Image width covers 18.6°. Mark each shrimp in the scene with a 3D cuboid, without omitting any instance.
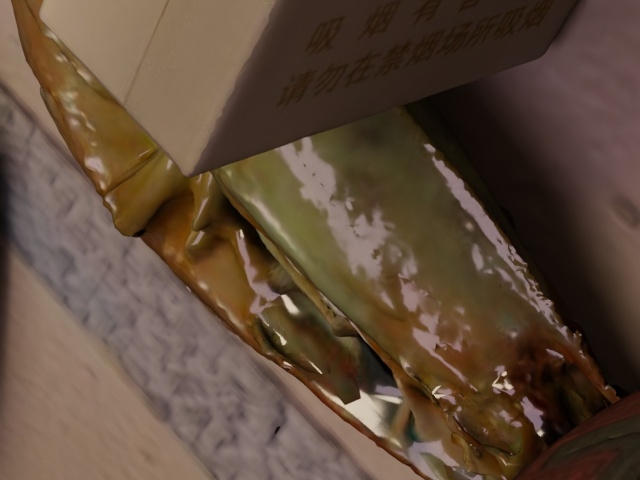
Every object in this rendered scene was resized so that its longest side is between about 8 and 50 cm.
[{"bbox_3d":[0.001,0.000,0.545,0.267,0.061,0.145,42,142,10],"label":"shrimp"}]

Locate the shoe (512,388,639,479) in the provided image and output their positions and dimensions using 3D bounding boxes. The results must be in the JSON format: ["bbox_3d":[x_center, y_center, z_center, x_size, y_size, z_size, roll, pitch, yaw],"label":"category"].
[{"bbox_3d":[0.175,0.097,0.415,0.291,0.114,0.137,8,115,30],"label":"shoe"}]

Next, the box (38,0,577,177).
[{"bbox_3d":[0.035,-0.115,0.411,0.058,0.141,0.201,46,129,21],"label":"box"}]
